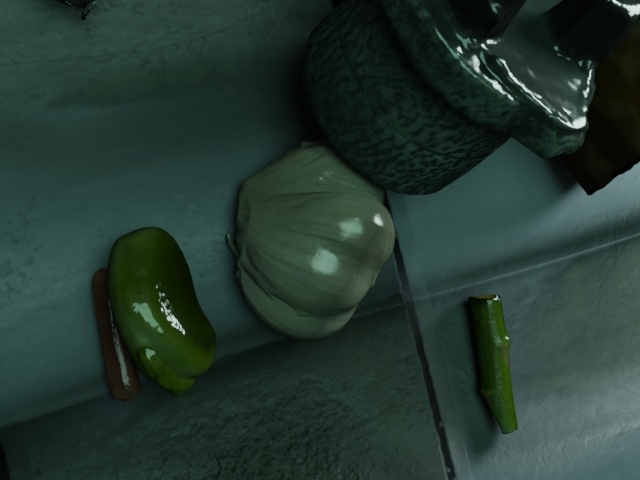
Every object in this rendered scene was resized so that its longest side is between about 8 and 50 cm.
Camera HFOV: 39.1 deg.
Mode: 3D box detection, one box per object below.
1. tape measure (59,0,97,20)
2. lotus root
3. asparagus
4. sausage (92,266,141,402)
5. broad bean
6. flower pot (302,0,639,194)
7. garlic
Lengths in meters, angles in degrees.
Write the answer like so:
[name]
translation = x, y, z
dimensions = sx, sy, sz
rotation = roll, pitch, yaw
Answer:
[tape measure]
translation = -0.287, -0.373, 0.905
dimensions = 0.236, 0.120, 0.197
rotation = 32, 81, -23
[lotus root]
translation = 0.412, -0.249, 1.117
dimensions = 0.316, 0.316, 0.250
rotation = -31, 87, -22
[asparagus]
translation = 0.219, 0.155, 1.134
dimensions = 0.045, 0.041, 0.178
rotation = -9, 95, 1
[sausage]
translation = -0.217, 0.101, 0.955
dimensions = 0.030, 0.035, 0.147
rotation = -10, 90, 9
[broad bean]
translation = -0.170, 0.075, 0.939
dimensions = 0.082, 0.124, 0.174
rotation = -23, 96, 18
[flower pot]
translation = 0.162, -0.199, 0.955
dimensions = 0.299, 0.283, 0.299
rotation = 22, 49, -28
[garlic]
translation = 0.000, 0.000, 0.998
dimensions = 0.178, 0.143, 0.229
rotation = 14, 90, -23
